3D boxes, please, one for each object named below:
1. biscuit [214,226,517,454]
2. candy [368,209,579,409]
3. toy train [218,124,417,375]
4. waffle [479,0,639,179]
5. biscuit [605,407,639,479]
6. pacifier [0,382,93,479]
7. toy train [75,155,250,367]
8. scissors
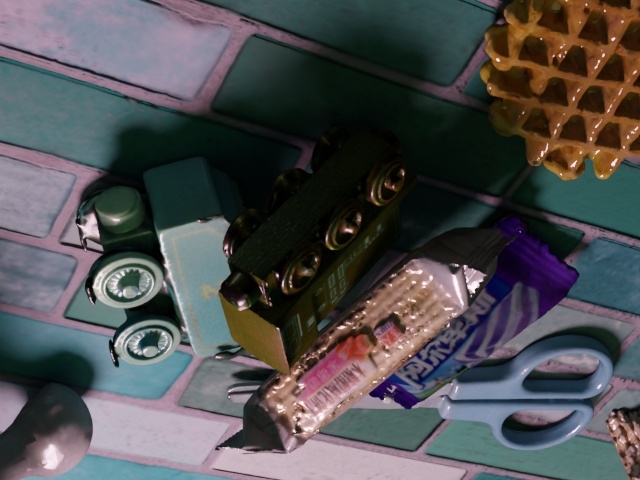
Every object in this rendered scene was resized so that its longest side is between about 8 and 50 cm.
[{"bbox_3d":[0.047,0.093,1.258,0.309,0.186,0.079,-43,84,21],"label":"biscuit"},{"bbox_3d":[0.138,0.082,1.376,0.145,0.070,0.275,33,117,-34],"label":"candy"},{"bbox_3d":[0.000,0.000,1.177,0.225,0.090,0.137,-45,147,-26],"label":"toy train"},{"bbox_3d":[0.266,-0.160,1.168,0.249,0.056,0.253,-16,135,3],"label":"waffle"},{"bbox_3d":[0.423,0.305,1.644,0.061,0.108,0.239,-25,135,10],"label":"biscuit"},{"bbox_3d":[-0.359,0.225,1.340,0.269,0.288,0.343,-23,125,-38],"label":"pacifier"},{"bbox_3d":[-0.134,0.024,1.233,0.163,0.112,0.203,-16,137,-5],"label":"toy train"},{"bbox_3d":[0.113,0.174,1.496,0.447,0.029,0.193,2,134,-15],"label":"scissors"}]
